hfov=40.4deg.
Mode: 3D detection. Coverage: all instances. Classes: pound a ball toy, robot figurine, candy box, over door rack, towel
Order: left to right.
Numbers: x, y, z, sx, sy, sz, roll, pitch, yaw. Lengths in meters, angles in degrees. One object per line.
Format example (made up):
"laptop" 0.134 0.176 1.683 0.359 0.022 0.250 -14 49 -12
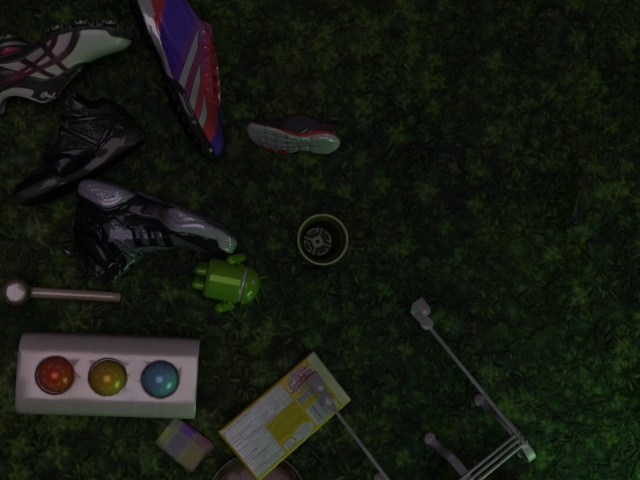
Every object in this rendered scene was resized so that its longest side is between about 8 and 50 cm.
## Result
"pound a ball toy" -0.350 0.170 1.365 0.318 0.136 0.208 4 87 -7
"towel" -0.225 0.337 1.434 0.083 0.009 0.060 38 85 -3
"robot figurine" -0.151 0.067 1.426 0.115 0.067 0.101 13 104 -7
"candy box" -0.058 0.287 1.430 0.206 0.027 0.105 -38 89 -17
"over door rack" 0.163 0.291 1.431 0.239 0.108 0.324 -35 85 -12

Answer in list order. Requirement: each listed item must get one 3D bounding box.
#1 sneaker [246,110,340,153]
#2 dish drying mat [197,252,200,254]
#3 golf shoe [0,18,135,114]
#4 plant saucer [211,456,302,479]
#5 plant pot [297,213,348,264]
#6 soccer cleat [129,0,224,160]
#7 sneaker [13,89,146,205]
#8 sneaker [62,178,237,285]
"sneaker" -0.045 -0.187 1.465 0.157 0.061 0.065 8 60 -7
"dish drying mat" -0.221 -0.017 1.452 0.032 0.008 0.083 -43 92 -6
"golf shoe" -0.424 -0.284 1.403 0.272 0.105 0.120 -12 98 1
"plant saucer" -0.106 0.432 1.434 0.168 0.029 0.169 0 88 -7
"plant pot" 0.000 0.000 1.440 0.083 0.079 0.083 0 87 -6
"soccer cleat" -0.209 -0.288 1.420 0.116 0.108 0.318 -22 88 -11
"sneaker" -0.409 -0.153 1.399 0.227 0.087 0.130 -36 90 -10
"sneaker" -0.277 0.009 1.398 0.268 0.101 0.153 20 94 -2
